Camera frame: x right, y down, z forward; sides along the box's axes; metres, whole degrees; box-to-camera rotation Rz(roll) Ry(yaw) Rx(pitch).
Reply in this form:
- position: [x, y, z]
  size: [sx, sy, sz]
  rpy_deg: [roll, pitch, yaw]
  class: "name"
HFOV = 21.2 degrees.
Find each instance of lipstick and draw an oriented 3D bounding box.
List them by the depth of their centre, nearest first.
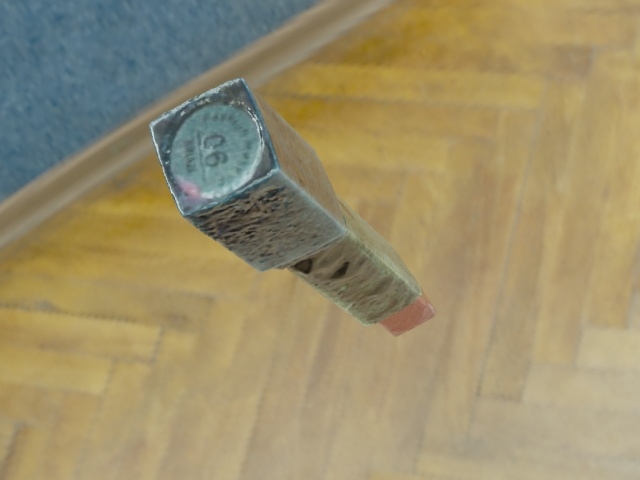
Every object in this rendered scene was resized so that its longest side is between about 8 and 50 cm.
- position: [0.000, 0.000, 0.862]
  size: [0.051, 0.312, 0.051]
  rpy_deg: [-28, 69, 9]
  class: "lipstick"
